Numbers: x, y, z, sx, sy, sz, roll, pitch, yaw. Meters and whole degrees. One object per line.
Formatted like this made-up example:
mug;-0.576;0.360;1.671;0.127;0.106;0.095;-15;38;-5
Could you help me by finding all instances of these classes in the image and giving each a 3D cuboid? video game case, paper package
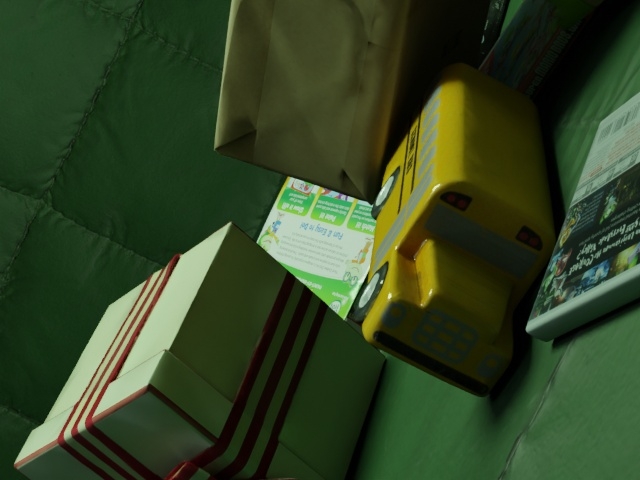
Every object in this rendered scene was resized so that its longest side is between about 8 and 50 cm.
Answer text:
video game case;0.224;-0.220;1.307;0.285;0.025;0.204;-58;9;36
paper package;0.052;-0.243;1.290;0.325;0.168;0.310;-49;-26;-52
video game case;0.201;-0.034;0.837;0.173;0.022;0.190;-66;9;-22

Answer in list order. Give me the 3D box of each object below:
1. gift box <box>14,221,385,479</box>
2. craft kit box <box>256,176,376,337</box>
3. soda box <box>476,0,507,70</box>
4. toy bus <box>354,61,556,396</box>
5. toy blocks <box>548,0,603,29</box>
gift box;-0.092;0.182;1.274;0.255;0.276;0.258;-38;19;42
craft kit box;0.030;-0.026;1.507;0.250;0.061;0.247;17;77;58
soda box;0.175;-0.245;1.591;0.053;0.060;0.169;-56;11;49
toy bus;0.112;-0.019;1.067;0.130;0.108;0.333;-58;9;25
toy blocks;0.178;-0.325;0.980;0.381;0.260;0.191;-37;30;65
